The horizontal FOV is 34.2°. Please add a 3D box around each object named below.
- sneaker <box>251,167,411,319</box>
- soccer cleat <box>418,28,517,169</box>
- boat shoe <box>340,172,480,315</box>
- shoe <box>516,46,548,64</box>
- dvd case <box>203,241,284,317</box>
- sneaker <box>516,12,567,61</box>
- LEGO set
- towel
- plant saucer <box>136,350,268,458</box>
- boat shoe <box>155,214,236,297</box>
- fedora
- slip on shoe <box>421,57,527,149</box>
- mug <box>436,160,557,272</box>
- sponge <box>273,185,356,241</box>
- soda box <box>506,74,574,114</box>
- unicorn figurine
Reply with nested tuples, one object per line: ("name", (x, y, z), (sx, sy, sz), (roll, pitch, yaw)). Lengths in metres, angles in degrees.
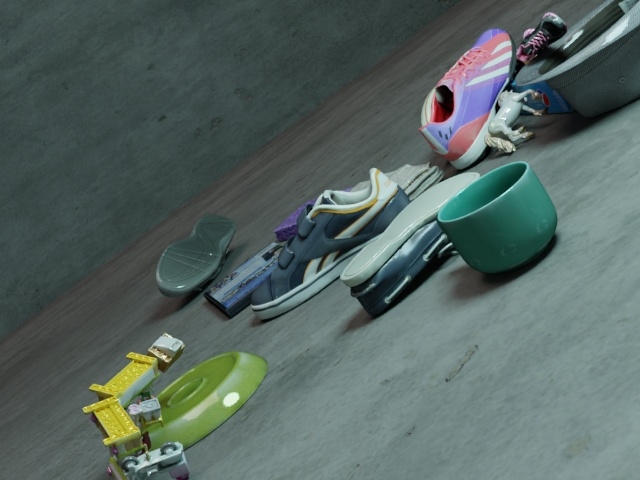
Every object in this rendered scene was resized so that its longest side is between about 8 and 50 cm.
("sneaker", (0.000, 0.000, 1.701), (0.321, 0.127, 0.126), (-33, 14, 10))
("soccer cleat", (0.264, -0.277, 1.854), (0.109, 0.116, 0.318), (-27, 35, 52))
("boat shoe", (0.140, 0.002, 1.436), (0.254, 0.079, 0.095), (-43, 17, -24))
("shoe", (0.427, -0.365, 2.118), (0.178, 0.063, 0.081), (-25, 10, 19))
("dvd case", (-0.129, 0.072, 1.995), (0.180, 0.022, 0.253), (-37, 13, -10))
("sneaker", (0.349, -0.319, 1.660), (0.057, 0.047, 0.119), (-49, 3, -18))
("LEGO set", (-0.241, 0.244, 1.395), (0.132, 0.107, 0.287), (-8, 27, -4))
("towel", (0.086, -0.062, 1.887), (0.187, 0.049, 0.282), (-41, 14, -32))
("plant saucer", (-0.185, 0.231, 1.501), (0.241, 0.037, 0.241), (-32, 12, 8))
("boat shoe", (-0.270, 0.048, 2.288), (0.118, 0.103, 0.320), (15, 29, 7))
("fedora", (0.448, -0.282, 1.604), (0.275, 0.124, 0.244), (-39, 10, 11))
("slip on shoe", (0.297, -0.268, 1.985), (0.101, 0.123, 0.331), (-15, 18, 46))
("mug", (0.221, -0.023, 1.279), (0.129, 0.097, 0.158), (-34, 12, 5))
("sponge", (-0.003, -0.056, 2.129), (0.117, 0.031, 0.210), (-41, 14, -31))
("soda box", (0.399, -0.266, 1.808), (0.071, 0.067, 0.210), (-36, 13, -7))
("unicorn figurine", (0.328, -0.215, 1.759), (0.162, 0.060, 0.111), (-42, 32, -26))
